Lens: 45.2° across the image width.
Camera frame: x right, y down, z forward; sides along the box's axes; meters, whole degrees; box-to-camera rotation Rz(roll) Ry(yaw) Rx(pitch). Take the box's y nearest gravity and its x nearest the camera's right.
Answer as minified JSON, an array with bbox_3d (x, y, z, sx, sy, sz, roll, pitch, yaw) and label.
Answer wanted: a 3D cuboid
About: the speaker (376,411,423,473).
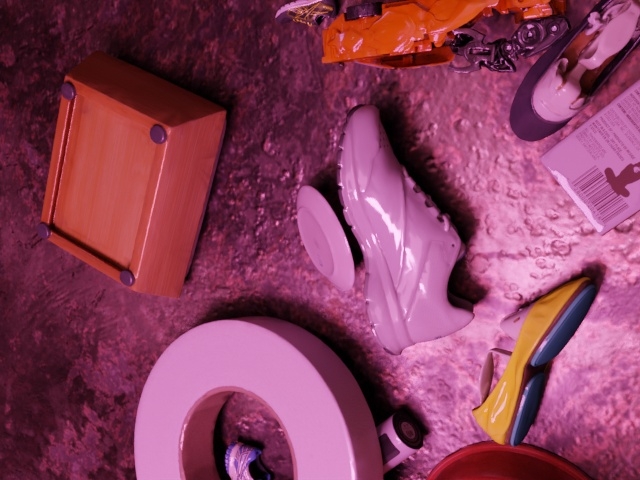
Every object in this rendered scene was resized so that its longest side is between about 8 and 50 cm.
[{"bbox_3d":[0.070,0.282,1.008,0.055,0.055,0.136,51,120,8],"label":"speaker"}]

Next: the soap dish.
[{"bbox_3d":[-0.268,-0.085,1.061,0.228,0.118,0.291,27,115,20],"label":"soap dish"}]

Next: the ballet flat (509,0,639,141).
[{"bbox_3d":[0.263,-0.177,0.774,0.074,0.074,0.203,45,119,11],"label":"ballet flat"}]

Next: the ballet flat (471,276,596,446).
[{"bbox_3d":[0.231,0.129,0.876,0.077,0.077,0.231,35,120,35],"label":"ballet flat"}]

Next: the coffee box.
[{"bbox_3d":[0.342,-0.123,0.708,0.246,0.141,0.098,-41,82,29],"label":"coffee box"}]

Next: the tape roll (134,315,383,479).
[{"bbox_3d":[-0.096,0.299,1.043,0.391,0.072,0.392,0,91,34],"label":"tape roll"}]

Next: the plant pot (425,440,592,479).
[{"bbox_3d":[0.188,0.408,0.854,0.272,0.265,0.273,8,107,27],"label":"plant pot"}]

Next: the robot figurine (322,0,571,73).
[{"bbox_3d":[0.131,-0.278,0.815,0.290,0.085,0.211,0,103,29],"label":"robot figurine"}]

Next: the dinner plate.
[{"bbox_3d":[0.000,0.000,0.947,0.141,0.017,0.141,54,159,32],"label":"dinner plate"}]

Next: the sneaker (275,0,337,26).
[{"bbox_3d":[-0.017,-0.273,0.927,0.083,0.031,0.035,-12,97,30],"label":"sneaker"}]

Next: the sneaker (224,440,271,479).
[{"bbox_3d":[-0.101,0.362,1.125,0.058,0.052,0.135,-5,101,25],"label":"sneaker"}]

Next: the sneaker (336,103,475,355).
[{"bbox_3d":[0.098,-0.019,0.905,0.129,0.111,0.297,-14,99,13],"label":"sneaker"}]
